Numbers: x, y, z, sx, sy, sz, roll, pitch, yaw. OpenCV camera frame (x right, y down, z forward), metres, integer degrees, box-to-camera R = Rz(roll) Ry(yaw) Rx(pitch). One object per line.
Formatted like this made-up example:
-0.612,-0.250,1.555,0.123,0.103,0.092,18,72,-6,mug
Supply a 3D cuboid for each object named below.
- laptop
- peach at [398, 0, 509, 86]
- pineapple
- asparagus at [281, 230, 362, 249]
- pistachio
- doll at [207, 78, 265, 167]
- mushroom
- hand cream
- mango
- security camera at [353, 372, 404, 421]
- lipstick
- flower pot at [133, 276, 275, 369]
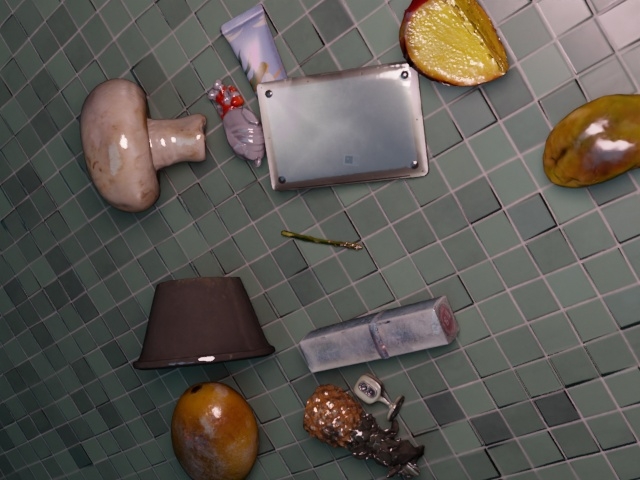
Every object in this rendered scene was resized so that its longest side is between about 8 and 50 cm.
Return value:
0.035,-0.183,1.163,0.269,0.015,0.187,-5,105,13,laptop
0.199,-0.295,1.033,0.172,0.092,0.127,29,124,3,peach
0.082,0.361,1.311,0.237,0.119,0.111,25,131,16,pineapple
0.000,0.000,1.286,0.166,0.013,0.016,11,123,24,asparagus
0.391,-0.141,0.981,0.189,0.100,0.110,-22,100,33,pistachio
-0.146,-0.208,1.255,0.180,0.079,0.094,59,138,12,doll
-0.317,-0.176,1.295,0.244,0.243,0.243,9,112,24,mushroom
-0.088,-0.271,1.218,0.088,0.055,0.255,-23,90,24,hand cream
-0.217,0.427,1.482,0.193,0.146,0.316,16,128,23,mango
0.105,0.288,1.312,0.092,0.058,0.058,28,118,20,security camera
0.096,0.169,1.258,0.290,0.077,0.076,-17,100,32,lipstick
-0.224,0.153,1.347,0.269,0.269,0.166,-10,80,30,flower pot
